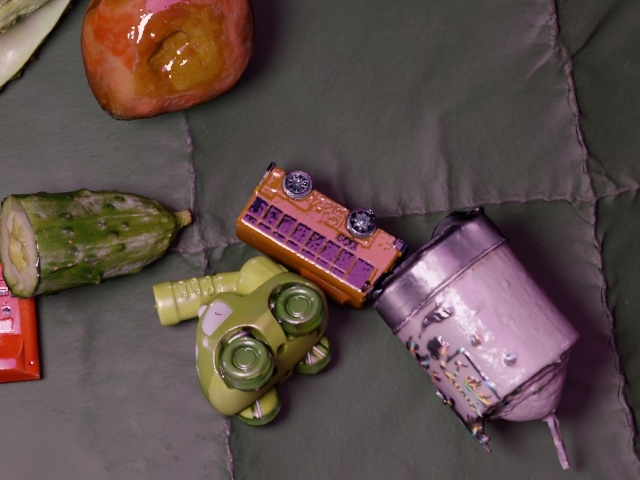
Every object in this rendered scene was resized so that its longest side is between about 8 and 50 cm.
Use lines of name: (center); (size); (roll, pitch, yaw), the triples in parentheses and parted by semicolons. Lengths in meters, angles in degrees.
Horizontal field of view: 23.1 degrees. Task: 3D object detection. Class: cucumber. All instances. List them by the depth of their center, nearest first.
cucumber: (-0.268, -0.007, 1.920); (0.244, 0.134, 0.134); (-11, 76, -30)

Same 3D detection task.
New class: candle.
candle: (0.215, 0.132, 1.892); (0.187, 0.187, 0.330); (-36, 82, -10)

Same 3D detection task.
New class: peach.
peach: (-0.196, -0.249, 1.953); (0.214, 0.214, 0.235); (33, 84, 5)

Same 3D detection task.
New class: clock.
clock: (-0.406, 0.097, 1.928); (0.113, 0.061, 0.155); (-5, 75, -6)

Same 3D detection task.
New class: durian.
durian: (-0.418, -0.298, 1.950); (0.394, 0.198, 0.163); (-38, 80, -13)

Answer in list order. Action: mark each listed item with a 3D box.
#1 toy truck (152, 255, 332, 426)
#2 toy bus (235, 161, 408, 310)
toy truck: (-0.086, 0.100, 1.910); (0.187, 0.148, 0.210); (-28, 59, -11)
toy bus: (0.000, 0.000, 1.952); (0.201, 0.098, 0.114); (31, 78, 5)
